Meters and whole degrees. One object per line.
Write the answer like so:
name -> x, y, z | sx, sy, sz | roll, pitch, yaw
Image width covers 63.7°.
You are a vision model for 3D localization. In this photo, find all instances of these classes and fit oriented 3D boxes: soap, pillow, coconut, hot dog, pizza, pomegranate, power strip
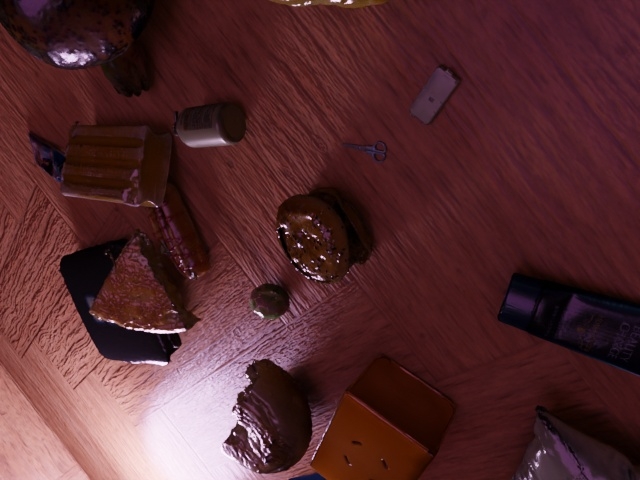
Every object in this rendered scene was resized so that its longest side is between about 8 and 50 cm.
soap -> -0.459, -0.170, 1.146 | 0.274, 0.089, 0.173 | 9, 91, 33
pillow -> 0.458, 0.442, 0.837 | 0.312, 0.119, 0.310 | 22, 122, 22
coconut -> -0.110, 0.130, 1.097 | 0.083, 0.082, 0.081 | 43, 135, 6
hot dog -> -0.340, -0.024, 1.184 | 0.104, 0.076, 0.250 | -8, 111, 39
pizza -> -0.421, 0.100, 1.250 | 0.280, 0.075, 0.287 | 14, 117, 2
pomegranate -> -0.417, -0.404, 0.940 | 0.285, 0.285, 0.340 | 16, 153, 28
power strip -> 0.167, -0.213, 0.759 | 0.040, 0.016, 0.090 | 42, 130, 10

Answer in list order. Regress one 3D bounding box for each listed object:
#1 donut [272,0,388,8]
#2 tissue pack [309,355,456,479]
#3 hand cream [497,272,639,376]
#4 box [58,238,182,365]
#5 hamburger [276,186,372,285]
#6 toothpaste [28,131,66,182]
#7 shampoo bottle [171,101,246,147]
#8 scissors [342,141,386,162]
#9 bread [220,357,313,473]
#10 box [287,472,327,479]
donut -> 0.008, -0.447, 0.594 | 0.361, 0.170, 0.360 | 8, 131, 9
tissue pack -> 0.120, 0.397, 1.039 | 0.194, 0.145, 0.274 | 32, 128, 16
hand cream -> 0.406, 0.125, 0.754 | 0.271, 0.061, 0.120 | 18, 118, 18
box -> -0.561, 0.178, 1.441 | 0.350, 0.091, 0.359 | -9, 108, 37
hamburger -> 0.000, 0.000, 0.929 | 0.177, 0.113, 0.185 | 26, 126, 21
toothpaste -> -0.700, -0.204, 1.363 | 0.266, 0.061, 0.096 | 28, 128, 29
shampoo bottle -> -0.225, -0.219, 0.993 | 0.162, 0.079, 0.079 | 3, 115, 34
scissors -> 0.073, -0.154, 0.864 | 0.083, 0.006, 0.036 | 19, 122, 27
bread -> -0.105, 0.418, 1.191 | 0.192, 0.171, 0.314 | 27, 128, 19
box -> 0.047, 0.722, 1.282 | 0.261, 0.116, 0.279 | -34, 93, 43
